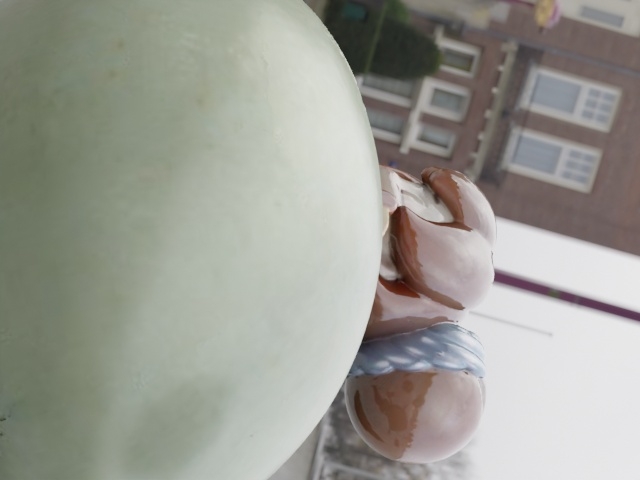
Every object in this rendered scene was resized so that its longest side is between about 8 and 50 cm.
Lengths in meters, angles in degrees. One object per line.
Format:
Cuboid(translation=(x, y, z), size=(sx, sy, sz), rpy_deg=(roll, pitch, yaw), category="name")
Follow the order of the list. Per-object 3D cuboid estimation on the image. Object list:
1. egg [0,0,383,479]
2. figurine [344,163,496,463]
Cuboid(translation=(-0.069, -0.004, 0.472), size=(0.186, 0.186, 0.253), rpy_deg=(108, -15, -58), category="egg")
Cuboid(translation=(0.001, 0.000, 1.070), size=(0.248, 0.388, 0.277), rpy_deg=(-51, -153, 17), category="figurine")
